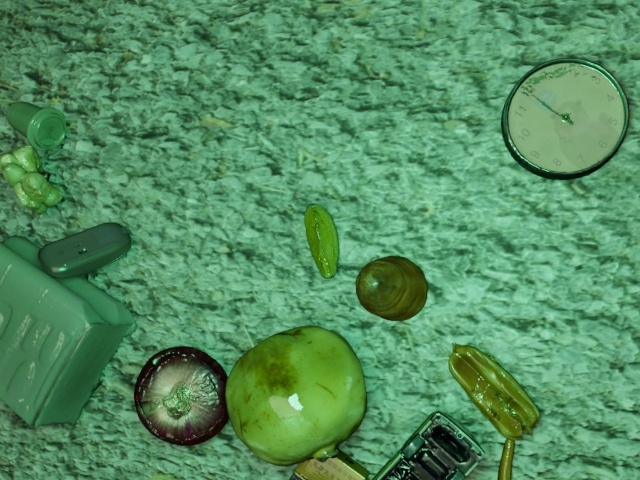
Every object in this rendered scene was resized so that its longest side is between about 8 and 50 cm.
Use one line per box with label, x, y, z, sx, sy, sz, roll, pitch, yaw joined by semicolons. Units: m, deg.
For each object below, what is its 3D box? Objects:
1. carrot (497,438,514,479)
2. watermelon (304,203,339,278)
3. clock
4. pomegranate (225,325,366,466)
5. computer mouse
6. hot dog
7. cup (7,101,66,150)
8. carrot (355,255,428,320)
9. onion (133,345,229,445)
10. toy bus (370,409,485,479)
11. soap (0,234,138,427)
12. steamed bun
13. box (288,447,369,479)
carrot;0.420;0.533;1.668;0.037;0.037;0.190;4;87;15
watermelon;-0.007;0.002;1.779;0.075;0.092;0.181;-13;92;27
clock;0.551;-0.277;1.664;0.281;0.055;0.280;-1;87;14
pomegranate;-0.048;0.352;1.659;0.333;0.332;0.332;-1;87;14
computer mouse;-0.603;0.026;1.890;0.232;0.057;0.120;-26;61;-32
hot dog;0.389;0.337;1.668;0.109;0.072;0.269;-41;80;7
cup;-0.768;-0.314;1.983;0.141;0.120;0.120;25;94;28
carrot;0.151;0.102;1.667;0.159;0.225;0.159;-2;82;16
onion;-0.333;0.378;1.807;0.248;0.161;0.247;1;96;8
toy bus;0.222;0.522;1.645;0.143;0.179;0.305;41;98;11
soap;-0.754;0.224;1.898;0.435;0.213;0.350;34;97;15
steamed bun;-0.765;-0.170;1.937;0.106;0.192;0.177;-36;84;-9
box;-0.009;0.612;1.760;0.152;0.070;0.237;34;93;13
